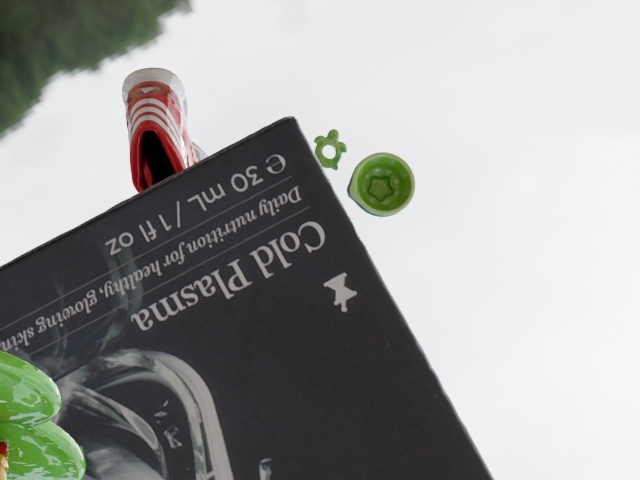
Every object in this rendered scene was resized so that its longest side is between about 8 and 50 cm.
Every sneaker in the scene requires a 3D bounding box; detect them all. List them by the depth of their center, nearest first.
[{"bbox_3d":[-0.154,-0.051,1.842,0.087,0.221,0.128,-12,-138,11],"label":"sneaker"}]

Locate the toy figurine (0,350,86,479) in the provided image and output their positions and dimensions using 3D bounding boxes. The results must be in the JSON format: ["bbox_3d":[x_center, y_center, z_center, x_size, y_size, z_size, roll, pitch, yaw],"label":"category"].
[{"bbox_3d":[-0.166,0.139,0.718,0.173,0.130,0.159,137,-32,-57],"label":"toy figurine"}]

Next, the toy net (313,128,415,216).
[{"bbox_3d":[0.000,0.000,1.930,0.232,0.122,0.045,-61,-175,-12],"label":"toy net"}]

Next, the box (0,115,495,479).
[{"bbox_3d":[-0.128,0.229,1.511,0.479,0.472,0.297,-29,178,-10],"label":"box"}]
